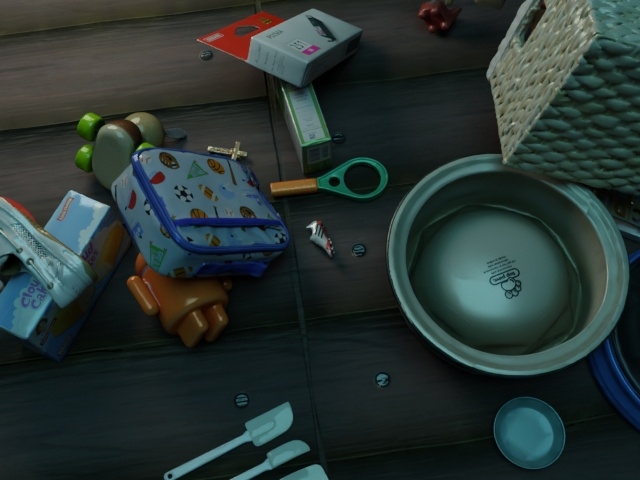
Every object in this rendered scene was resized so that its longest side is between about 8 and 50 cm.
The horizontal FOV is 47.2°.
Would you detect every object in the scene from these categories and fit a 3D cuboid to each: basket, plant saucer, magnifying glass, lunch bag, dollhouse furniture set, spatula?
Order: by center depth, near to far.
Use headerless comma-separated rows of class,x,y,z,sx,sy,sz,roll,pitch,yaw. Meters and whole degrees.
spatula,-0.124,0.396,1.216,0.242,0.019,0.168,-26,69,-10
basket,0.498,-0.275,1.222,0.331,0.328,0.266,11,54,-10
plant saucer,0.351,0.326,1.238,0.119,0.021,0.119,0,65,0
lunch bag,-0.195,-0.042,1.281,0.115,0.303,0.243,-47,64,28
magnifying glass,0.018,-0.112,1.436,0.231,0.026,0.092,-8,66,-2
dollhouse furniture set,0.378,-0.498,1.515,0.374,0.201,0.152,21,68,17

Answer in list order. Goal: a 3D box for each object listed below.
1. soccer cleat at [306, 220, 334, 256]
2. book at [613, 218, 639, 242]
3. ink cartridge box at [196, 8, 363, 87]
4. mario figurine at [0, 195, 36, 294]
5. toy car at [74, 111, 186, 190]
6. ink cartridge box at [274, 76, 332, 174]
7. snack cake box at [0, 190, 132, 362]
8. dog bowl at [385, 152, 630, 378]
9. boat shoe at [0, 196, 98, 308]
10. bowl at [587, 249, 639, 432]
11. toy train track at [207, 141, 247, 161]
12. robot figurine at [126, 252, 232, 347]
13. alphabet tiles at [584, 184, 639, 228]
soccer cleat,0.000,0.000,1.386,0.035,0.029,0.083,-24,65,0
book,0.604,-0.072,1.405,0.096,0.035,0.144,22,68,6
ink cartridge box,-0.074,-0.416,1.482,0.239,0.060,0.275,27,36,12
mario figurine,-0.671,0.022,1.358,0.320,0.170,0.198,-16,103,5
toy car,-0.359,-0.192,1.445,0.155,0.149,0.188,29,41,9
ink cartridge box,-0.036,-0.249,1.451,0.062,0.109,0.209,-16,66,-7
snack cake box,-0.452,0.065,1.295,0.089,0.152,0.264,22,69,11
dog bowl,0.312,0.057,1.289,0.408,0.150,0.408,0,66,0
boat shoe,-0.493,0.011,1.183,0.277,0.098,0.096,32,70,16
bowl,0.664,0.176,1.270,0.391,0.077,0.391,0,66,1
toy train track,-0.186,-0.177,1.475,0.083,0.014,0.048,10,74,11
robot figurine,-0.246,0.079,1.301,0.158,0.128,0.219,-30,70,-8
alphabet tiles,0.595,-0.122,1.391,0.237,0.009,0.198,20,69,-11
